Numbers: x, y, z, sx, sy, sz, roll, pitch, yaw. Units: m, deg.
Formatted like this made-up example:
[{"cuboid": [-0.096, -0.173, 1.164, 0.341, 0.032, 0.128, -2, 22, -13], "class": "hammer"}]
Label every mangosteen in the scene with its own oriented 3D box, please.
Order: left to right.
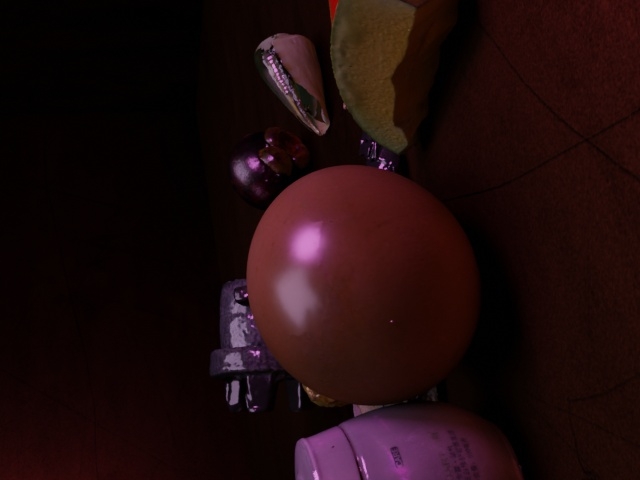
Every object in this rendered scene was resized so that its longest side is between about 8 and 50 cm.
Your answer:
[{"cuboid": [-0.120, -0.172, 2.061, 0.210, 0.209, 0.210, 177, 90, -76], "class": "mangosteen"}]

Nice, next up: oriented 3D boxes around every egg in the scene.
[{"cuboid": [0.049, 0.052, 1.168, 0.374, 0.301, 0.301, -136, 44, -56], "class": "egg"}]

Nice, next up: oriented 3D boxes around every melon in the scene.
[{"cuboid": [0.103, -0.262, 1.220, 0.124, 0.196, 0.323, 46, 150, 26], "class": "melon"}]

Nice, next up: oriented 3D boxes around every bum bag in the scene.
[{"cuboid": [0.100, -0.107, 1.437, 0.123, 0.060, 0.248, 115, 150, -64], "class": "bum bag"}]

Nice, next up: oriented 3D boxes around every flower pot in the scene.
[{"cuboid": [-0.091, 0.235, 1.885, 0.299, 0.299, 0.283, 137, 137, -72], "class": "flower pot"}]

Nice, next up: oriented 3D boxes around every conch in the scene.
[{"cuboid": [-0.061, -0.351, 1.865, 0.143, 0.137, 0.251, 102, 159, -45], "class": "conch"}]

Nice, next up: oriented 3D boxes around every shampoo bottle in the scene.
[{"cuboid": [0.104, 0.345, 1.094, 0.273, 0.266, 0.273, 173, 90, -77], "class": "shampoo bottle"}]

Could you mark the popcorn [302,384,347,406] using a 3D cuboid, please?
[{"cuboid": [0.022, 0.256, 1.693, 0.141, 0.162, 0.136, -29, 22, 36], "class": "popcorn"}]

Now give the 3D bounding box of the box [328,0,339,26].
[{"cuboid": [0.069, -0.406, 1.429, 0.153, 0.074, 0.240, 140, 128, -61], "class": "box"}]

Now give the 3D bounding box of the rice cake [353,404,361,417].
[{"cuboid": [0.062, 0.181, 1.639, 0.064, 0.070, 0.399, 108, 155, -46], "class": "rice cake"}]

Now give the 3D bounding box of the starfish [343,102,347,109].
[{"cuboid": [0.079, -0.302, 1.521, 0.133, 0.041, 0.130, -44, 51, 37], "class": "starfish"}]

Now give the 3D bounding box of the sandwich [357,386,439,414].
[{"cuboid": [0.125, 0.230, 1.333, 0.288, 0.099, 0.254, -116, 26, -59], "class": "sandwich"}]
